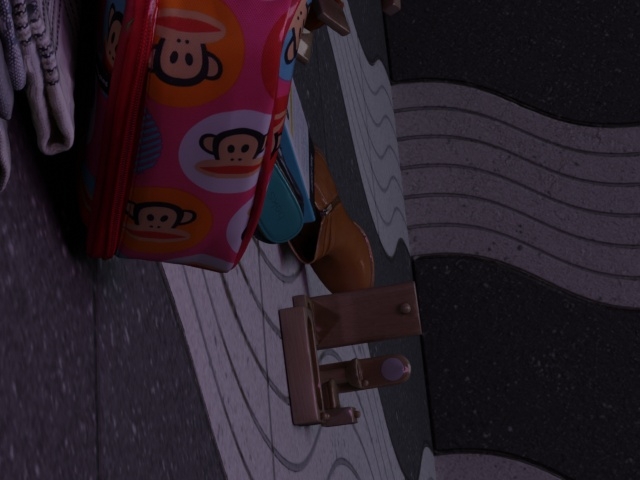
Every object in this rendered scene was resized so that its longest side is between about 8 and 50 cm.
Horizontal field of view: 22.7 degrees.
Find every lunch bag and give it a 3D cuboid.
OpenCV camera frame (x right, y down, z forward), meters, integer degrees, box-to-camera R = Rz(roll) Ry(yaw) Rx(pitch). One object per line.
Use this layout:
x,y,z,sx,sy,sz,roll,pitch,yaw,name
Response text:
-0.079,-0.132,0.956,0.258,0.120,0.293,106,-14,-49,lunch bag

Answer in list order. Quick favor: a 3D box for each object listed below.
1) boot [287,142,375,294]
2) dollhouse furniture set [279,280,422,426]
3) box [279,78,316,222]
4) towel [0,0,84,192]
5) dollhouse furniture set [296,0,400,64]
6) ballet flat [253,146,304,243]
0.000,0.000,1.685,0.152,0.073,0.197,-78,146,-71,boot
0.037,0.111,1.615,0.151,0.123,0.144,44,38,-77,dollhouse furniture set
-0.059,-0.128,1.435,0.244,0.060,0.100,73,12,-46,box
-0.142,-0.227,0.758,0.324,0.056,0.312,-89,-178,-46,towel
0.002,-0.329,1.494,0.259,0.262,0.135,31,40,-38,dollhouse furniture set
-0.071,-0.087,1.323,0.074,0.074,0.203,-87,160,-56,ballet flat
